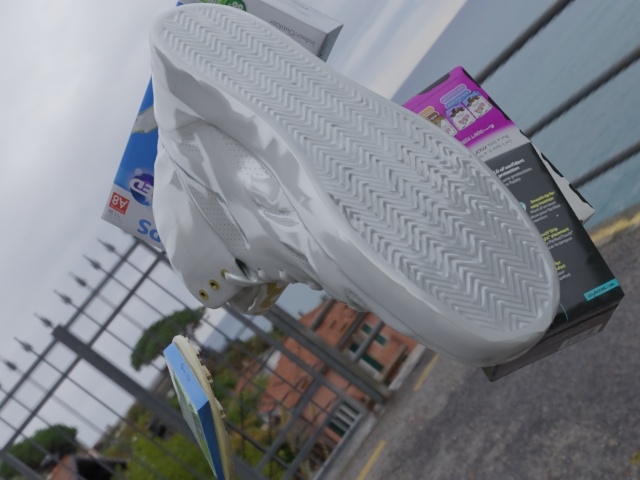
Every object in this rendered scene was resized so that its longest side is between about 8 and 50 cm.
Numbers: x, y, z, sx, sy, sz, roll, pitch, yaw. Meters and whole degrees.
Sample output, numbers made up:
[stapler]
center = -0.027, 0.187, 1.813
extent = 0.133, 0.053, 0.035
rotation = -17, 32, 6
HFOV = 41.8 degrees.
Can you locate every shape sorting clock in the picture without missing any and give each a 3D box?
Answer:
[shape sorting clock]
center = -0.156, 0.224, 1.119
extent = 0.040, 0.206, 0.206
rotation = -22, -8, -18

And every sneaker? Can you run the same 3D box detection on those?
[sneaker]
center = 0.000, 0.000, 0.504
extent = 0.108, 0.292, 0.169
rotation = -26, -34, -34

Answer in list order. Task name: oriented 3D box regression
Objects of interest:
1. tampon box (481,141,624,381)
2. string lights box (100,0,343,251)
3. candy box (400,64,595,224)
[tampon box]
center = 0.167, 0.020, 0.742
extent = 0.120, 0.161, 0.101
rotation = -23, -24, -3
[string lights box]
center = -0.096, -0.110, 0.785
extent = 0.259, 0.133, 0.077
rotation = -64, -2, 24
[candy box]
center = 0.171, -0.063, 0.960
extent = 0.159, 0.233, 0.071
rotation = -36, -14, -12
